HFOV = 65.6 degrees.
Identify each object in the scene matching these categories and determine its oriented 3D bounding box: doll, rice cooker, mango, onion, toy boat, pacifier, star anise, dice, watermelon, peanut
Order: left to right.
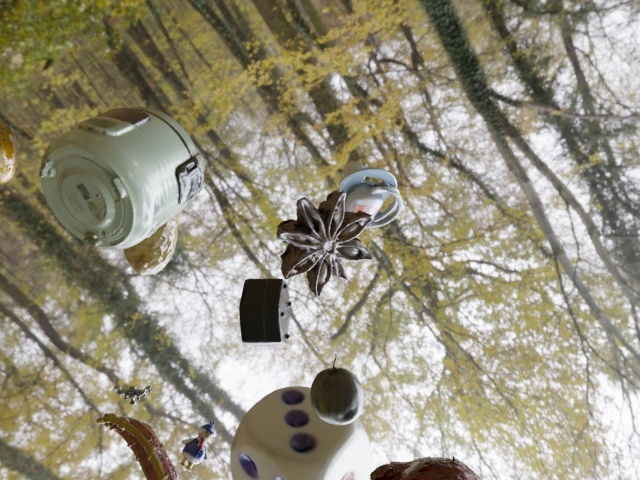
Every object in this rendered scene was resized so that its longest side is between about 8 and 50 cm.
[{"bbox_3d":[-0.560,-0.151,0.863,0.057,0.114,0.079,-11,-133,-42],"label":"mango"},{"bbox_3d":[-0.337,-0.117,0.878,0.226,0.226,0.244,-19,-163,27],"label":"rice cooker"},{"bbox_3d":[-0.438,0.554,1.247,0.099,0.318,0.141,-27,157,-40],"label":"toy boat"},{"bbox_3d":[-0.521,-0.081,1.546,0.192,0.169,0.387,161,-62,-66],"label":"peanut"},{"bbox_3d":[-0.344,0.577,1.406,0.057,0.099,0.143,-20,-151,48],"label":"doll"},{"bbox_3d":[-0.053,0.606,1.349,0.304,0.304,0.277,13,-152,36],"label":"dice"},{"bbox_3d":[0.000,0.001,1.110,0.223,0.236,0.109,-14,-156,-25],"label":"star anise"},{"bbox_3d":[0.030,0.286,0.956,0.105,0.105,0.133,-13,-103,34],"label":"watermelon"},{"bbox_3d":[0.146,-0.184,1.766,0.299,0.244,0.233,123,-38,-47],"label":"pacifier"},{"bbox_3d":[0.190,0.524,0.913,0.276,0.276,0.276,-26,-150,16],"label":"onion"}]

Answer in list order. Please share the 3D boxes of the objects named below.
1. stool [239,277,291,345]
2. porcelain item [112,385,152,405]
[{"bbox_3d":[-0.171,0.230,1.579,0.141,0.232,0.232,0,-144,5],"label":"stool"},{"bbox_3d":[-0.681,0.564,1.800,0.136,0.075,0.021,2,-170,-6],"label":"porcelain item"}]
